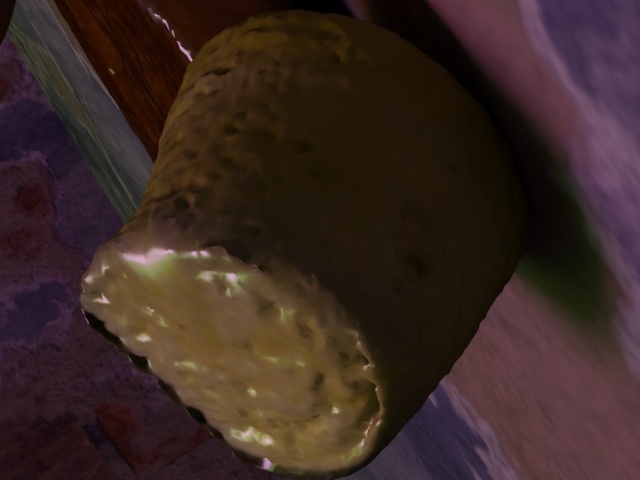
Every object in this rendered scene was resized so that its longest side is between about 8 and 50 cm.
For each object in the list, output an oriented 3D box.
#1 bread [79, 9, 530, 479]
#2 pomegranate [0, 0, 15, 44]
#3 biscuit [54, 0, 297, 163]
[{"bbox_3d":[0.000,0.000,0.449,0.129,0.114,0.111,43,144,-18],"label":"bread"},{"bbox_3d":[-0.403,-0.225,0.954,0.411,0.411,0.411,55,170,14],"label":"pomegranate"},{"bbox_3d":[-0.046,-0.061,0.687,0.314,0.063,0.367,57,171,-15],"label":"biscuit"}]
